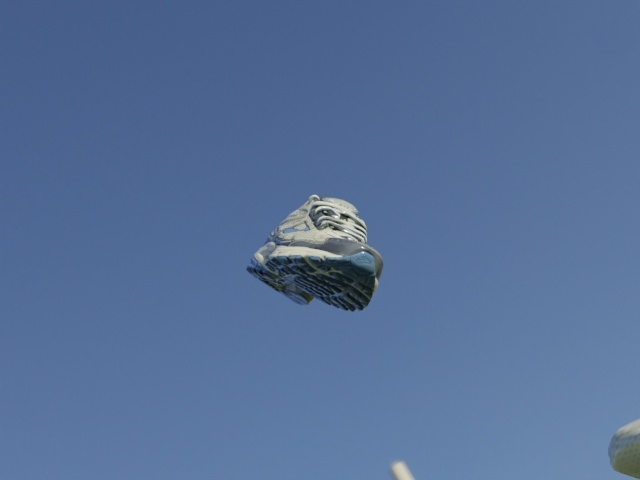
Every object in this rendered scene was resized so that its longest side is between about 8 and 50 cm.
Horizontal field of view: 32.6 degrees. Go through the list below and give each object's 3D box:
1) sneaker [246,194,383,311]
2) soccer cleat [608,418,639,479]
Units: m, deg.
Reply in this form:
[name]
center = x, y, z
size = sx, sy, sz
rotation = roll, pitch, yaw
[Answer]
[sneaker]
center = 0.000, 0.000, 0.582
size = 0.052, 0.135, 0.058
rotation = 33, -101, -19
[soccer cleat]
center = 0.144, 0.200, 0.300
size = 0.143, 0.331, 0.116
rotation = 4, -18, -19
